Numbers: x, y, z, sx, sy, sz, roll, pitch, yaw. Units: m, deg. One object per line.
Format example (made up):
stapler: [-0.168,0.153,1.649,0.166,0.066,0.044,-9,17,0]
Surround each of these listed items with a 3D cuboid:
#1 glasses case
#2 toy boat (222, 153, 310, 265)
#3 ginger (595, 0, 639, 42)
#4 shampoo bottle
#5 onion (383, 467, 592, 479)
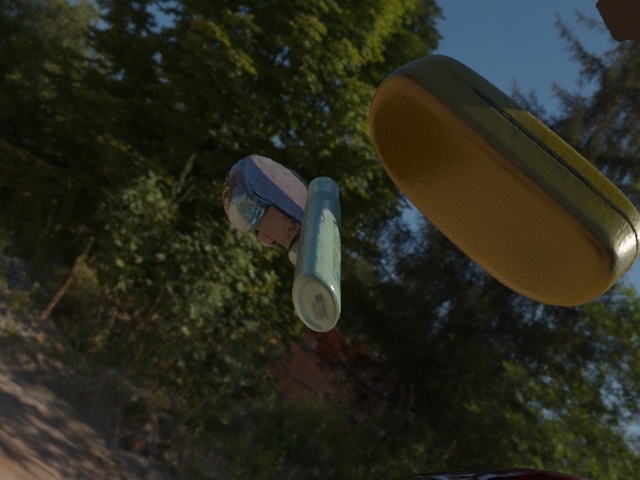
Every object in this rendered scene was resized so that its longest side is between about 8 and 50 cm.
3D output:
glasses case: [0.226,-0.076,0.865,0.371,0.141,0.173,46,-39,17]
toy boat: [-0.064,-0.032,0.887,0.155,0.085,0.227,30,19,-15]
ginger: [0.634,-0.362,0.989,0.358,0.211,0.413,41,-30,21]
shampoo bottle: [0.000,0.000,0.663,0.191,0.041,0.069,-86,161,-53]
onion: [0.084,0.289,0.410,0.347,0.348,0.285,37,2,-7]
